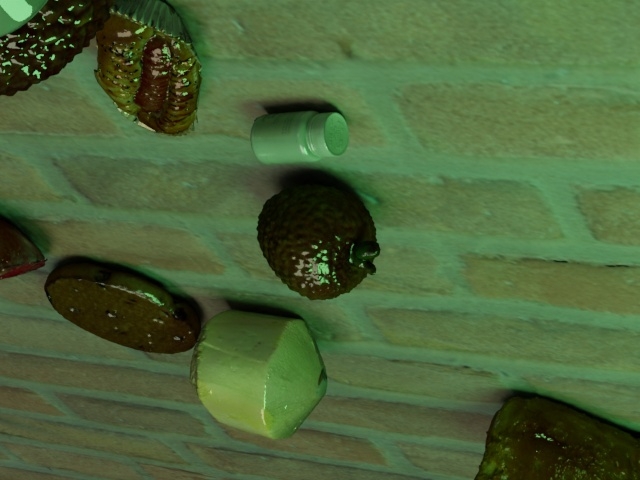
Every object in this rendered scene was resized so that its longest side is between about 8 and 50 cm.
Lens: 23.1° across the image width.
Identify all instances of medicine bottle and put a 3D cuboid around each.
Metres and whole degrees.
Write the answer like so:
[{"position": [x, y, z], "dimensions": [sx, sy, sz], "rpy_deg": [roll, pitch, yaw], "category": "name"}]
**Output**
[{"position": [-0.019, -0.094, 1.423], "dimensions": [0.083, 0.047, 0.047], "rpy_deg": [-1, 149, 35], "category": "medicine bottle"}]

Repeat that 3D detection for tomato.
[{"position": [-0.423, 0.010, 1.860], "dimensions": [0.173, 0.099, 0.189], "rpy_deg": [-17, 179, 30], "category": "tomato"}]

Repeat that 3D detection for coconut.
[{"position": [-0.064, 0.158, 1.859], "dimensions": [0.153, 0.147, 0.147], "rpy_deg": [11, 154, 21], "category": "coconut"}]

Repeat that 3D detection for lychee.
[{"position": [0.000, 0.000, 1.530], "dimensions": [0.146, 0.114, 0.114], "rpy_deg": [23, 161, 35], "category": "lychee"}, {"position": [-0.248, -0.202, 1.222], "dimensions": [0.188, 0.188, 0.188], "rpy_deg": [15, 155, 7], "category": "lychee"}]

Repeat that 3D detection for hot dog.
[{"position": [-0.153, -0.149, 1.394], "dimensions": [0.099, 0.053, 0.192], "rpy_deg": [19, 153, 7], "category": "hot dog"}]

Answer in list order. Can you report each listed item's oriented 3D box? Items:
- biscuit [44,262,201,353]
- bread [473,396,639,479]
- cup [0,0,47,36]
[{"position": [-0.245, 0.086, 1.953], "dimensions": [0.212, 0.036, 0.212], "rpy_deg": [16, 156, 7], "category": "biscuit"}, {"position": [0.366, 0.318, 1.847], "dimensions": [0.381, 0.185, 0.109], "rpy_deg": [18, 162, -1], "category": "bread"}, {"position": [-0.302, -0.241, 0.933], "dimensions": [0.310, 0.392, 0.401], "rpy_deg": [26, 149, -29], "category": "cup"}]
